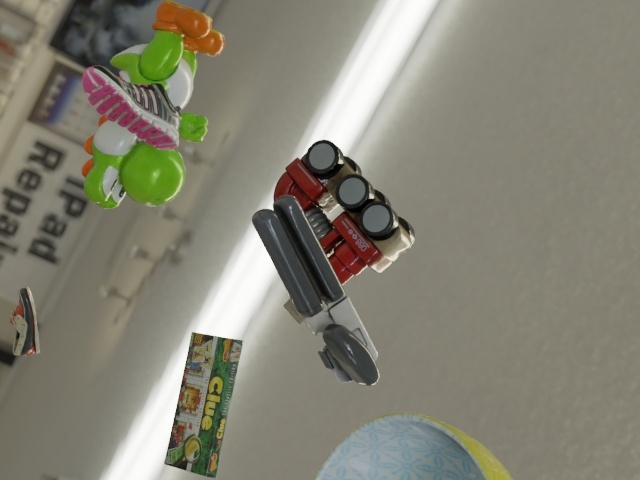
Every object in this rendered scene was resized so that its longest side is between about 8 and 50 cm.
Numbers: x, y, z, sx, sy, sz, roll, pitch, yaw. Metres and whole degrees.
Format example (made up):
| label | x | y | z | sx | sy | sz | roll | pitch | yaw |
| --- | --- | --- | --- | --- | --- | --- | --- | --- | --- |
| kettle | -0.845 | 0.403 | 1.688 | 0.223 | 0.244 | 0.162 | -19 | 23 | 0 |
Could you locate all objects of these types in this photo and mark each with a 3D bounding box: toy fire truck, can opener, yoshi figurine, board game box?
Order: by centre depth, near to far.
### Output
| label | x | y | z | sx | sy | sz | roll | pitch | yaw |
| --- | --- | --- | --- | --- | --- | --- | --- | --- | --- |
| can opener | 0.007 | 0.072 | 1.868 | 0.076 | 0.283 | 0.095 | -34 | -163 | -23 |
| toy fire truck | 0.000 | 0.000 | 2.166 | 0.246 | 0.217 | 0.158 | -42 | 157 | 6 |
| yoshi figurine | -0.261 | -0.205 | 2.299 | 0.203 | 0.203 | 0.362 | 17 | -99 | 61 |
| board game box | -0.220 | 0.306 | 2.567 | 0.136 | 0.030 | 0.260 | 4 | -99 | 45 |

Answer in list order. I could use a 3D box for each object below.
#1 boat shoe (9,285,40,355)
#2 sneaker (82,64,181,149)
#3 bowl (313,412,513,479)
| label | x | y | z | sx | sy | sz | roll | pitch | yaw |
| --- | --- | --- | --- | --- | --- | --- | --- | --- | --- |
| boat shoe | -0.474 | 0.131 | 2.174 | 0.049 | 0.043 | 0.137 | -110 | -161 | -47 |
| sneaker | -0.263 | -0.201 | 1.935 | 0.063 | 0.170 | 0.075 | -26 | -143 | 44 |
| bowl | 0.126 | 0.334 | 1.428 | 0.289 | 0.156 | 0.289 | -16 | -113 | 42 |
